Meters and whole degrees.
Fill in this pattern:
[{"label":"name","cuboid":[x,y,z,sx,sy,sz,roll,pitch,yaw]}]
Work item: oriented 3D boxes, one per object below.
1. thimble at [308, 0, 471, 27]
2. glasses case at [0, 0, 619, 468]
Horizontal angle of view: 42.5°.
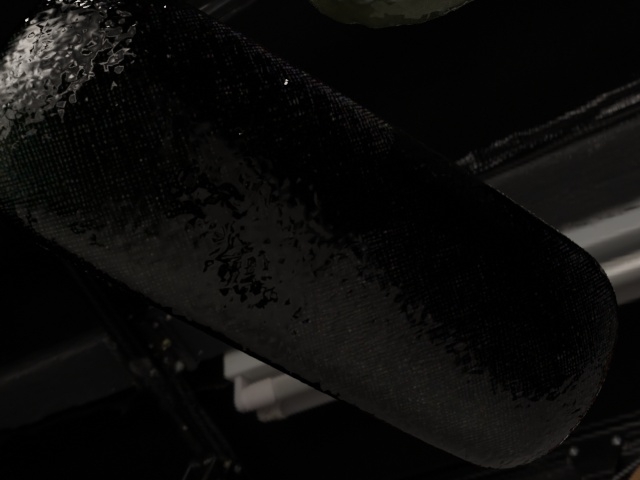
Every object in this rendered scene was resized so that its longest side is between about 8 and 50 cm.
[{"label":"thimble","cuboid":[0.037,-0.134,0.312,0.110,0.084,0.062,-32,-30,-8]},{"label":"glasses case","cuboid":[0.000,0.000,0.384,0.321,0.082,0.122,29,-90,-15]}]
